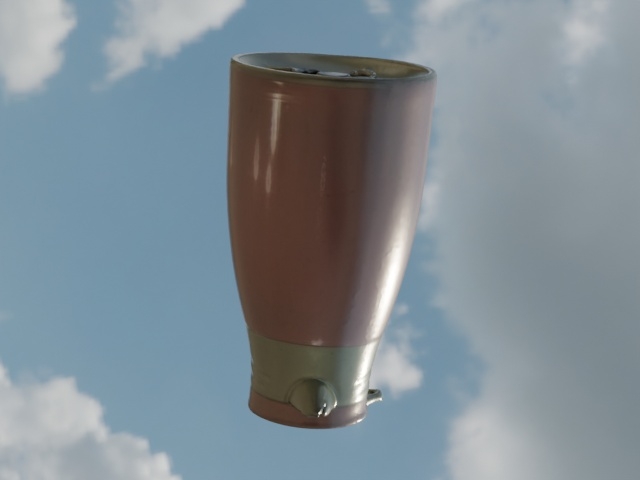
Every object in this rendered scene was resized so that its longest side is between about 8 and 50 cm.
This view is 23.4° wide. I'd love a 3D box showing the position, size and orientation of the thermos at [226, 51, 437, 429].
[{"bbox_3d":[0.000,0.000,1.124,0.176,0.146,0.265,-91,-175,-75],"label":"thermos"}]
